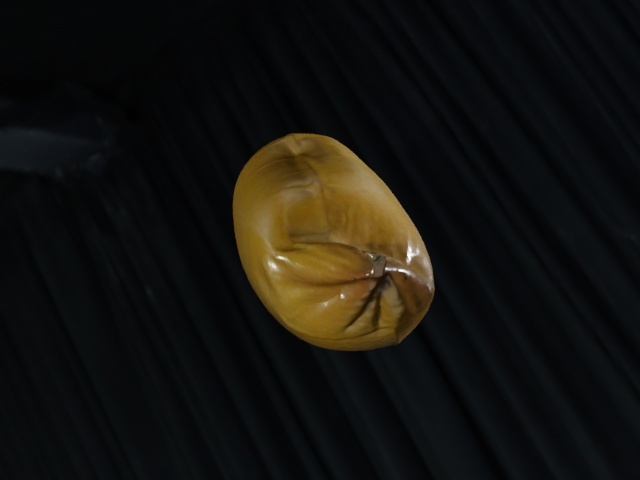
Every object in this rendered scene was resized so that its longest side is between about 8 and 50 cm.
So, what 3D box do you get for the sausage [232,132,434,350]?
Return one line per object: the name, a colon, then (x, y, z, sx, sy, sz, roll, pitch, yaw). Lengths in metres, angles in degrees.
sausage: (0.005, 0.004, 0.822, 0.112, 0.112, 0.328, -29, 12, -1)
